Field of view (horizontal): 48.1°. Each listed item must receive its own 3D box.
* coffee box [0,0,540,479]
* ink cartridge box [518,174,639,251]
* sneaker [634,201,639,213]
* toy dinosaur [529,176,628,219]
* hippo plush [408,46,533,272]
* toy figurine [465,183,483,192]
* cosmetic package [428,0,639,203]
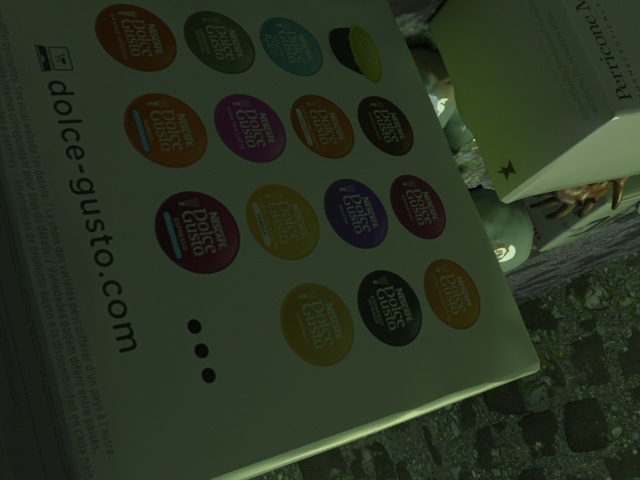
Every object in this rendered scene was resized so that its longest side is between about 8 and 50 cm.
[{"bbox_3d":[-0.106,0.022,0.578,0.334,0.338,0.338,-8,161,-36],"label":"coffee box"},{"bbox_3d":[0.391,-0.093,1.120,0.093,0.154,0.212,-15,164,-18],"label":"ink cartridge box"},{"bbox_3d":[0.850,-0.140,1.688,0.240,0.091,0.126,-26,145,28],"label":"sneaker"},{"bbox_3d":[0.313,-0.109,0.884,0.127,0.201,0.295,-26,164,26],"label":"toy dinosaur"},{"bbox_3d":[0.095,-0.046,0.773,0.294,0.237,0.234,-23,165,17],"label":"hippo plush"},{"bbox_3d":[0.163,0.000,1.087,0.148,0.213,0.209,-8,168,28],"label":"toy figurine"},{"bbox_3d":[0.310,-0.174,0.666,0.365,0.197,0.155,-12,164,-27],"label":"cosmetic package"}]
